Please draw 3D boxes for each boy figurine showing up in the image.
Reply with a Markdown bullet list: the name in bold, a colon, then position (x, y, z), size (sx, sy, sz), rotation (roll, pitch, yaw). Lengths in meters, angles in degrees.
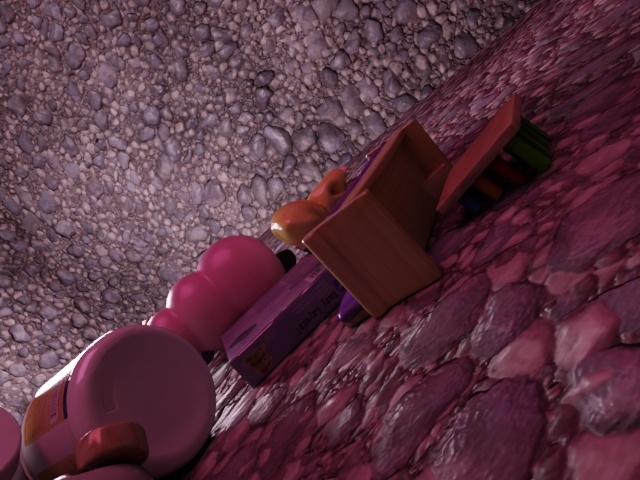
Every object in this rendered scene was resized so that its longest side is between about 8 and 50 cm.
- **boy figurine**: position (0.033, -0.044, 0.999), size (0.285, 0.177, 0.092), rotation (-22, 17, -41)

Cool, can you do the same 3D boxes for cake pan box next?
- **cake pan box**: position (-0.064, 0.127, 0.997), size (0.267, 0.070, 0.246), rotation (-44, 11, -12)

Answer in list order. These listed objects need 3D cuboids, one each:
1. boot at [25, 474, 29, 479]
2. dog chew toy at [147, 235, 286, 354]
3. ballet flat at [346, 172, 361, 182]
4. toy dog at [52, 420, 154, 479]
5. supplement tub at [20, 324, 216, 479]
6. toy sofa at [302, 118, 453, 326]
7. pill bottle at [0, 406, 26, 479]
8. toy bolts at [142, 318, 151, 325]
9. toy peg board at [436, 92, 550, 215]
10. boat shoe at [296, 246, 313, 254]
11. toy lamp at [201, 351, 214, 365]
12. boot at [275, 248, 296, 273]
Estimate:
- **boot**: position (-0.566, 0.510, 1.063), size (0.207, 0.094, 0.246), rotation (-33, 38, 33)
- **dog chew toy**: position (-0.232, 0.140, 1.161), size (0.332, 0.206, 0.207), rotation (-41, 8, -22)
- **ballet flat**: position (0.119, -0.105, 1.223), size (0.348, 0.123, 0.123), rotation (-48, 11, -30)
- **toy dog**: position (-0.319, 0.344, 0.613), size (0.334, 0.160, 0.220), rotation (-3, 43, -4)
- **supplement tub**: position (-0.341, 0.292, 0.877), size (0.316, 0.228, 0.228), rotation (-35, 12, 38)
- **toy sofa**: position (0.096, -0.041, 0.843), size (0.177, 0.150, 0.362), rotation (-36, 11, 32)
- **pill bottle**: position (-0.565, 0.433, 0.806), size (0.210, 0.210, 0.362), rotation (-65, -4, -67)
- **toy bolts**: position (-0.495, 0.350, 1.730), size (0.219, 0.158, 0.228), rotation (-3, -21, -24)
- **toy peg board**: position (0.258, -0.110, 0.783), size (0.160, 0.079, 0.161), rotation (-55, 0, 35)
- **boat shoe**: position (0.000, 0.000, 1.178), size (0.077, 0.070, 0.219), rotation (-60, -6, 1)
- **toy lamp**: position (-0.296, 0.289, 1.190), size (0.080, 0.080, 0.274), rotation (-39, 10, 19)
- **boot**: position (-0.148, 0.109, 1.390), size (0.106, 0.082, 0.219), rotation (-29, 18, 46)
